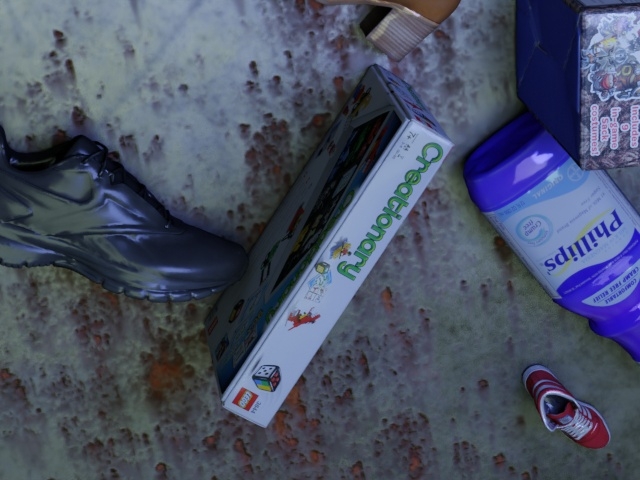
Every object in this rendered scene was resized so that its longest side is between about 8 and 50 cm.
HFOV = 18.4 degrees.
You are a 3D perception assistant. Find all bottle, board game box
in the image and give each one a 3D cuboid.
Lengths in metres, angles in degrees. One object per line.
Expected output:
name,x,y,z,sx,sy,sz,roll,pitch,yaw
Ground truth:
bottle,0.256,0.009,1.876,0.118,0.092,0.283,-36,111,10
board game box,0.000,0.000,1.780,0.053,0.193,0.305,30,103,-17
board game box,0.340,-0.175,1.750,0.291,0.232,0.141,-5,111,-7

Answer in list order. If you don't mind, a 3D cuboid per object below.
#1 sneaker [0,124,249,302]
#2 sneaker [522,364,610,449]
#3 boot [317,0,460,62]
sneaker,-0.197,-0.025,1.791,0.286,0.109,0.130,14,101,-15
sneaker,0.249,0.177,1.950,0.118,0.067,0.042,42,99,-20
boot,0.052,-0.269,1.758,0.197,0.073,0.152,34,103,-31
